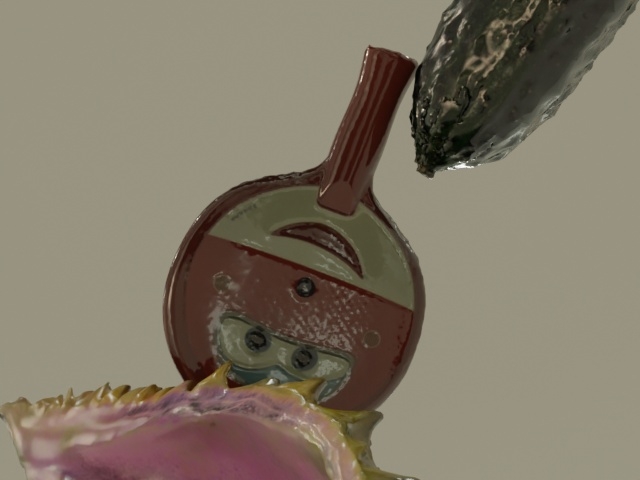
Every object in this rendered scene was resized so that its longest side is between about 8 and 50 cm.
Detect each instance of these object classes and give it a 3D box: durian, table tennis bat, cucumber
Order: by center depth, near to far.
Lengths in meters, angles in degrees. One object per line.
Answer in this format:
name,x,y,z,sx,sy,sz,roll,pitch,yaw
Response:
durian,-0.014,0.142,0.627,0.154,0.260,0.186,16,-37,-20
cucumber,0.107,-0.126,0.723,0.067,0.067,0.245,29,-74,-6
table tennis bat,0.000,0.000,0.750,0.098,0.019,0.154,22,-97,-5
